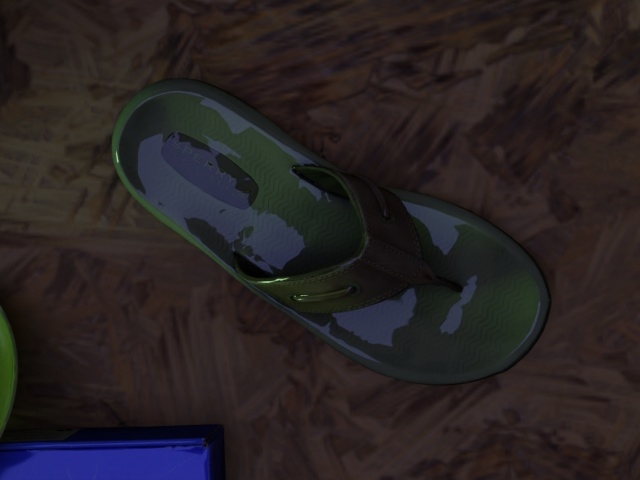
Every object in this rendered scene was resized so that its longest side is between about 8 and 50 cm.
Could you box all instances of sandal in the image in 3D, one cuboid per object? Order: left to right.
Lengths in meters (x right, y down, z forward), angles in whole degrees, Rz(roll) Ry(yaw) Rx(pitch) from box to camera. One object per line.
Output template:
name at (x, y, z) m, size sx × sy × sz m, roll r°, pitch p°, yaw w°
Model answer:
sandal at (-0.002, 0.001, 0.962) m, size 0.302 × 0.086 × 0.120 m, roll 27°, pitch 94°, yaw 3°

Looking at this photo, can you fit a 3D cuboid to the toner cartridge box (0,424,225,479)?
toner cartridge box at (-0.140, 0.296, 0.989) m, size 0.165 × 0.075 × 0.348 m, roll -1°, pitch 92°, yaw 5°

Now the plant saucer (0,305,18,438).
plant saucer at (-0.302, 0.110, 0.957) m, size 0.240 × 0.037 × 0.241 m, roll -5°, pitch 50°, yaw 6°
